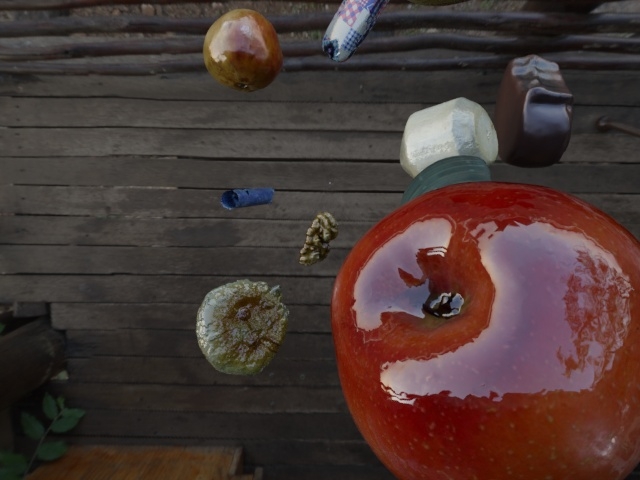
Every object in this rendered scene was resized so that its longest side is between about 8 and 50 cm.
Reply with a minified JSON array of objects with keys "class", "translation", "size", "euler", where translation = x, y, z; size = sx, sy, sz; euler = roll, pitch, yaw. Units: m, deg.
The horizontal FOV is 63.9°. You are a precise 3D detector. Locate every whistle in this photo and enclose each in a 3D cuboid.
[{"class":"whistle","translation":[-0.225,-0.139,1.663],"size":[0.062,0.304,0.062],"euler":[2,98,17]}]

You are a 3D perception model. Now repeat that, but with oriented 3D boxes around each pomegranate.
[{"class":"pomegranate","translation":[-0.241,-0.615,1.638],"size":[0.229,0.252,0.270],"euler":[-3,74,39]}]

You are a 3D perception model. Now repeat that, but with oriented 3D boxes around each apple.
[{"class":"apple","translation":[0.135,0.077,0.413],"size":[0.260,0.260,0.216],"euler":[-50,130,6]}]

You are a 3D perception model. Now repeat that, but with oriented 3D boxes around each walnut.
[{"class":"walnut","translation":[0.000,0.000,1.510],"size":[0.069,0.143,0.170],"euler":[30,114,22]}]

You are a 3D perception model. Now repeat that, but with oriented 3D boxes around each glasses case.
[{"class":"glasses case","translation":[0.122,-0.728,1.644],"size":[0.125,0.076,0.327],"euler":[48,116,24]}]

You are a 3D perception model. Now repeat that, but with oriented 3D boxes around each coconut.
[{"class":"coconut","translation":[0.340,-0.257,1.420],"size":[0.266,0.237,0.237],"euler":[-11,97,35]}]

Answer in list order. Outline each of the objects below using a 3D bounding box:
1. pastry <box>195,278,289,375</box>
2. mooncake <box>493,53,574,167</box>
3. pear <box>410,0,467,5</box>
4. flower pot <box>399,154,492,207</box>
[{"class":"pastry","translation":[-0.255,0.270,1.645],"size":[0.330,0.136,0.329],"euler":[2,85,-33]},{"class":"mooncake","translation":[0.638,-0.385,1.535],"size":[0.174,0.326,0.333],"euler":[5,101,5]},{"class":"pear","translation":[0.118,-0.300,0.465],"size":[0.167,0.137,0.167],"euler":[8,108,27]},{"class":"flower pot","translation":[0.206,-0.026,0.748],"size":[0.157,0.243,0.189],"euler":[-36,102,16]}]
